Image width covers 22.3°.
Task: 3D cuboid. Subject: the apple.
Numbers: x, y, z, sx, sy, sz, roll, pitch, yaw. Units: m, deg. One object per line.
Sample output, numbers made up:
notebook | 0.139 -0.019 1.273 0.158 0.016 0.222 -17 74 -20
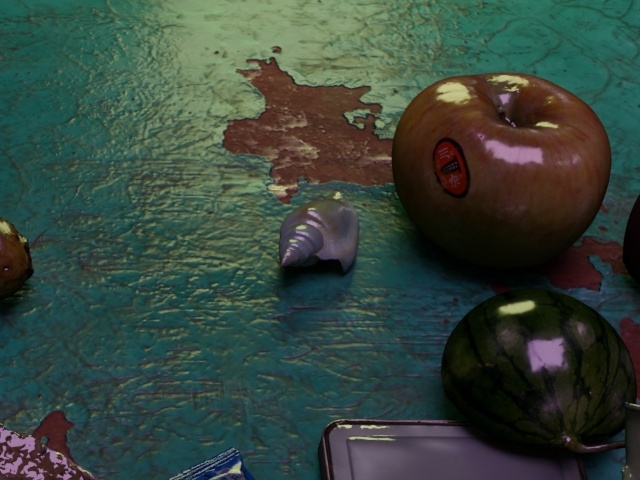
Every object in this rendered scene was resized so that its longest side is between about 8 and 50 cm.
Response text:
apple | 0.209 -0.083 1.875 0.260 0.194 0.261 5 40 -5

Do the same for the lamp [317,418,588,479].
lamp | 0.141 0.278 1.569 0.269 0.047 0.266 2 40 -8

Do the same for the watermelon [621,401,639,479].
watermelon | 0.434 0.321 1.492 0.292 0.319 0.222 1 60 51

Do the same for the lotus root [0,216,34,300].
lotus root | -0.395 0.038 1.711 0.190 0.094 0.108 -25 17 -26

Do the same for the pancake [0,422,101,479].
pancake | -0.332 0.326 1.412 0.387 0.082 0.387 4 50 -5

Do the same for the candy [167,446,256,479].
candy | -0.075 0.262 1.567 0.088 0.038 0.136 -19 55 -45

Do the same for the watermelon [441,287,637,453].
watermelon | 0.232 0.121 1.676 0.204 0.127 0.232 6 23 -6

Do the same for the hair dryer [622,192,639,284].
hair dryer | 0.541 -0.044 1.868 0.340 0.312 0.123 14 39 -27

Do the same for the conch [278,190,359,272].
conch | -0.001 -0.007 1.847 0.088 0.065 0.180 23 35 16
